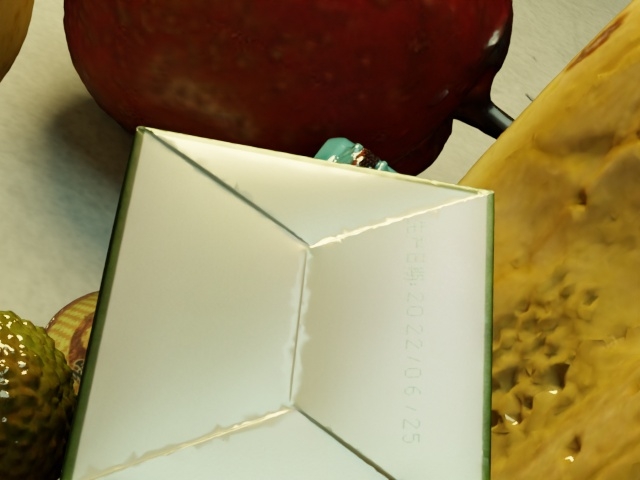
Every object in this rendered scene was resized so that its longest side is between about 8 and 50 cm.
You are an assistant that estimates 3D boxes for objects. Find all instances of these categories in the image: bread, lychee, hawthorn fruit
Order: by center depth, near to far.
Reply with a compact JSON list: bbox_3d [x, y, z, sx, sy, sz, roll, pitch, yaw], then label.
[{"bbox_3d":[-0.171,0.085,0.666,0.114,0.114,0.146,38,15,11],"label":"lychee"},{"bbox_3d":[0.245,0.054,0.823,0.250,0.394,0.361,27,25,-38],"label":"bread"},{"bbox_3d":[0.004,-0.151,0.985,0.369,0.284,0.285,36,32,2],"label":"hawthorn fruit"}]

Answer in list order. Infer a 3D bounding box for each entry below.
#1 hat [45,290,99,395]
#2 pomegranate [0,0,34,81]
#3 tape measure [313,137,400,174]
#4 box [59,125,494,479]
[{"bbox_3d":[-0.059,0.069,0.809,0.193,0.082,0.193,22,31,-14],"label":"hat"},{"bbox_3d":[-0.285,-0.177,0.666,0.410,0.410,0.410,22,33,-15],"label":"pomegranate"},{"bbox_3d":[0.000,0.000,0.881,0.081,0.125,0.146,33,-10,-1],"label":"tape measure"},{"bbox_3d":[-0.021,0.077,0.669,0.178,0.148,0.195,10,52,-6],"label":"box"}]
